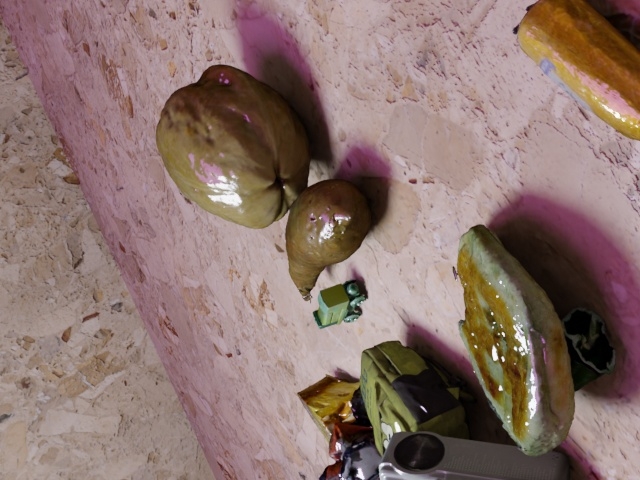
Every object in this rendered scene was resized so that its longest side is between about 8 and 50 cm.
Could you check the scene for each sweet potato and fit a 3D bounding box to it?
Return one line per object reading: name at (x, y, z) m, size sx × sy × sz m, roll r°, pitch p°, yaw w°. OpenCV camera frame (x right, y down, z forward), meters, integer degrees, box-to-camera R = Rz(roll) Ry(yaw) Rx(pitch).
sweet potato at (-0.002, -0.004, 1.818) m, size 0.130 × 0.130 × 0.423 m, roll 61°, pitch 162°, yaw 10°

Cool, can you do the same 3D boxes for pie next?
pie at (0.231, 0.121, 1.382) m, size 0.302 × 0.066 × 0.303 m, roll 167°, pitch 90°, yaw -82°

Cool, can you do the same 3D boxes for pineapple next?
pineapple at (0.035, 0.339, 2.130) m, size 0.186 × 0.114 × 0.236 m, roll 54°, pitch 160°, yaw 25°

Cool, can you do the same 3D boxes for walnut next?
walnut at (-0.135, -0.154, 1.822) m, size 0.283 × 0.227 × 0.283 m, roll 42°, pitch 145°, yaw 40°

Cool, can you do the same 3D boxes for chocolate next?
chocolate at (0.282, -0.150, 1.060) m, size 0.219 × 0.085 × 0.086 m, roll 49°, pitch 154°, yaw 30°

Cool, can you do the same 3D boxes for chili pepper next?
chili pepper at (0.300, 0.170, 1.388) m, size 0.227 × 0.059 × 0.088 m, roll 100°, pitch 157°, yaw -60°

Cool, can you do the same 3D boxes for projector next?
projector at (0.218, 0.376, 1.578) m, size 0.256 × 0.099 × 0.192 m, roll 4°, pitch 124°, yaw 22°

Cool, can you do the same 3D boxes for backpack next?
backpack at (0.151, 0.270, 1.755) m, size 0.253 × 0.140 × 0.207 m, roll -126°, pitch 24°, yaw -48°

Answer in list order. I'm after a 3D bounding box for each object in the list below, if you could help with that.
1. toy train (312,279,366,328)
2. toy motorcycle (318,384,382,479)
toy train at (0.032, 0.112, 1.928) m, size 0.050 × 0.081 × 0.122 m, roll 63°, pitch 159°, yaw 23°
toy motorcycle at (0.131, 0.433, 1.882) m, size 0.401 × 0.207 × 0.134 m, roll 52°, pitch 177°, yaw 28°
